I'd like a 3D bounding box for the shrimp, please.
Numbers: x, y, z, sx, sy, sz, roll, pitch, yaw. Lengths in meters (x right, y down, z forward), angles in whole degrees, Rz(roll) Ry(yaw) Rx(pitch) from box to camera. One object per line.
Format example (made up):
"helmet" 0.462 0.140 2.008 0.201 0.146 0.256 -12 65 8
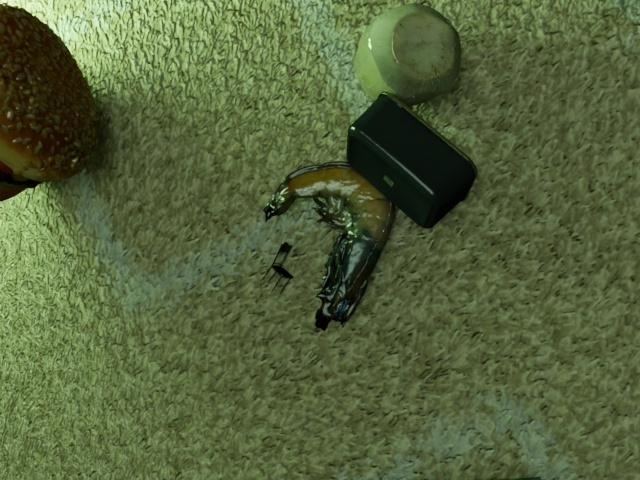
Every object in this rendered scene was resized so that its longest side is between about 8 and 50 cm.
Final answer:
"shrimp" 0.000 0.000 1.147 0.222 0.054 0.290 15 84 9

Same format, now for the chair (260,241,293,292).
"chair" -0.067 0.050 1.189 0.042 0.037 0.086 35 102 28

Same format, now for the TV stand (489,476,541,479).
"TV stand" 0.215 0.431 1.063 0.270 0.083 0.088 -11 83 15

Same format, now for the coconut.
"coconut" 0.138 -0.292 1.088 0.161 0.162 0.161 -1 94 -12

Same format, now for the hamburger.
"hamburger" -0.562 -0.241 1.208 0.250 0.330 0.330 -21 81 20

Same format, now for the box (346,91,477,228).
"box" 0.135 -0.121 1.069 0.201 0.144 0.090 43 76 13
